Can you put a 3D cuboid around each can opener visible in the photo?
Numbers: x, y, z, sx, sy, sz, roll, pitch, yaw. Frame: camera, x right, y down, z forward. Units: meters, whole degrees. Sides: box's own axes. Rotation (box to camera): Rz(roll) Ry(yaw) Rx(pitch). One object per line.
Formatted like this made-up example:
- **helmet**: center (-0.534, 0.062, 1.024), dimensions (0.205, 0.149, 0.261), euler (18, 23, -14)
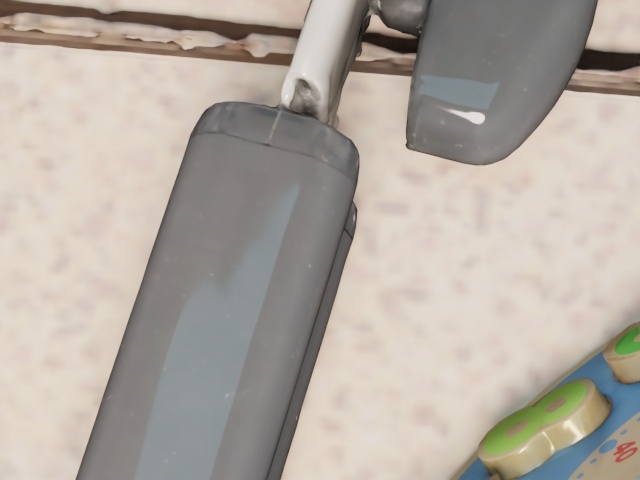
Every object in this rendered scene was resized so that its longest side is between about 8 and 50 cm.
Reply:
- **can opener**: center (0.000, 0.000, 0.500), dimensions (0.093, 0.074, 0.280), euler (18, 71, 9)

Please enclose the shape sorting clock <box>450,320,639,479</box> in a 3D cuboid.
- **shape sorting clock**: center (0.089, 0.051, 0.418), dimensions (0.206, 0.206, 0.040), euler (-34, 105, -10)
